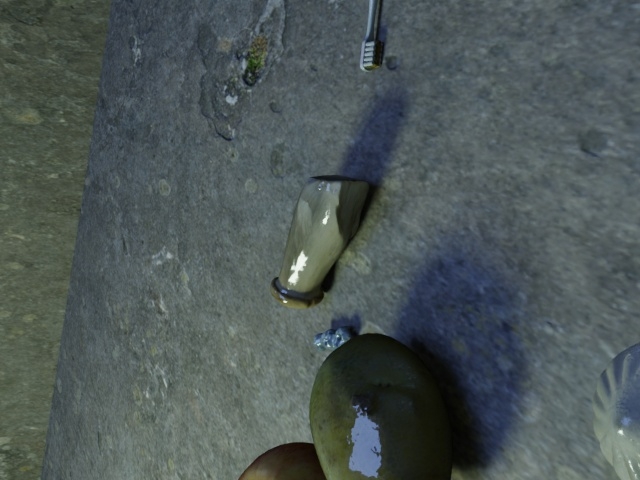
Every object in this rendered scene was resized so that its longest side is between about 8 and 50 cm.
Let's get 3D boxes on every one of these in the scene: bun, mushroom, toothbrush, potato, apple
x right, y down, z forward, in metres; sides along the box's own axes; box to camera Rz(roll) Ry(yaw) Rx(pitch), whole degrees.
[{"bbox_3d":[0.271,0.147,0.632,0.138,0.094,0.138,-6,83,59],"label":"bun"},{"bbox_3d":[-0.002,-0.009,1.133,0.247,0.096,0.108,-66,34,37],"label":"mushroom"},{"bbox_3d":[0.086,-0.413,1.121,0.030,0.025,0.342,5,89,54],"label":"toothbrush"},{"bbox_3d":[0.070,0.227,0.909,0.251,0.159,0.174,-103,7,-50],"label":"potato"},{"bbox_3d":[-0.018,0.373,1.023,0.209,0.164,0.209,-11,75,46],"label":"apple"}]

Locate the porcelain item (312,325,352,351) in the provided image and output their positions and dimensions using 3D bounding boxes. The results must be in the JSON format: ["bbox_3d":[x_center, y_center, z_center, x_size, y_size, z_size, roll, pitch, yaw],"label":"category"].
[{"bbox_3d":[0.021,0.143,1.129,0.083,0.028,0.036,-23,63,56],"label":"porcelain item"}]
